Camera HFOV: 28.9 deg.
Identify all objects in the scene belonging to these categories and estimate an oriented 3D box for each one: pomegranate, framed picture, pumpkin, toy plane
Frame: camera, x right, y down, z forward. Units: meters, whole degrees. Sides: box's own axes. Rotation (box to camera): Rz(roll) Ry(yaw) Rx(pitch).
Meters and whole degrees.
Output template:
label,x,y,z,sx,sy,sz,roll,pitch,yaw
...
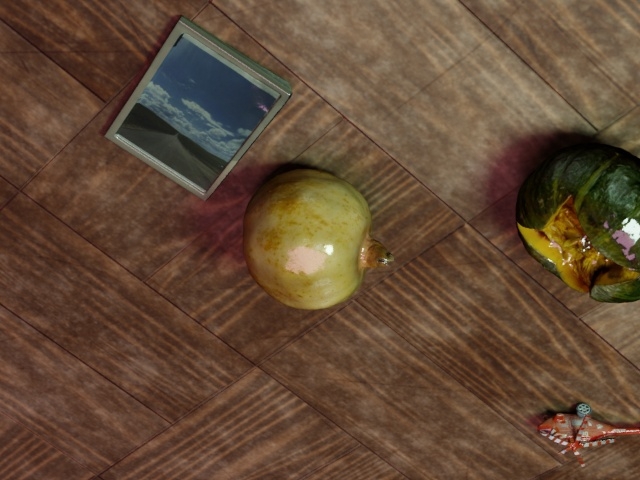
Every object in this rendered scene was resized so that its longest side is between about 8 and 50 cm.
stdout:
label,x,y,z,sx,sy,sz,roll,pitch,yaw
pomegranate,-0.016,-0.002,1.802,0.207,0.207,0.207,7,131,8
framed picture,-0.179,-0.184,1.794,0.189,0.023,0.260,33,130,-12
pumpkin,0.381,-0.027,1.677,0.238,0.159,0.238,30,147,22
toy plane,0.455,0.305,2.029,0.194,0.077,0.126,-17,128,17
